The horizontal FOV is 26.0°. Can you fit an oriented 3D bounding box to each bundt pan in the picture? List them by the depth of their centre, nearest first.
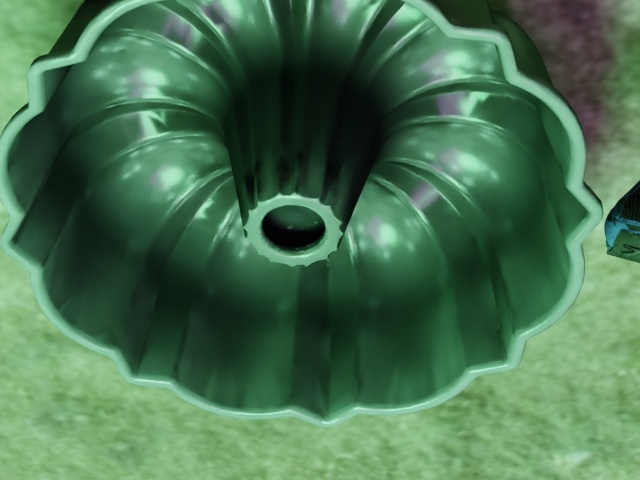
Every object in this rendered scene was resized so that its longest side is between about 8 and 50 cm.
[{"bbox_3d":[-0.010,-0.045,0.796,0.331,0.124,0.331,2,132,3],"label":"bundt pan"}]

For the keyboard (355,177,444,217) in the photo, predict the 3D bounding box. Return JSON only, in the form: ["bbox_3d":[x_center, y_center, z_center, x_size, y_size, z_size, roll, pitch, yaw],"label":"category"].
[{"bbox_3d":[0.000,0.000,0.933,0.256,0.014,0.072,-12,135,15],"label":"keyboard"}]

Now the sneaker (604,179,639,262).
[{"bbox_3d":[0.222,-0.054,0.758,0.083,0.221,0.087,14,129,38],"label":"sneaker"}]
